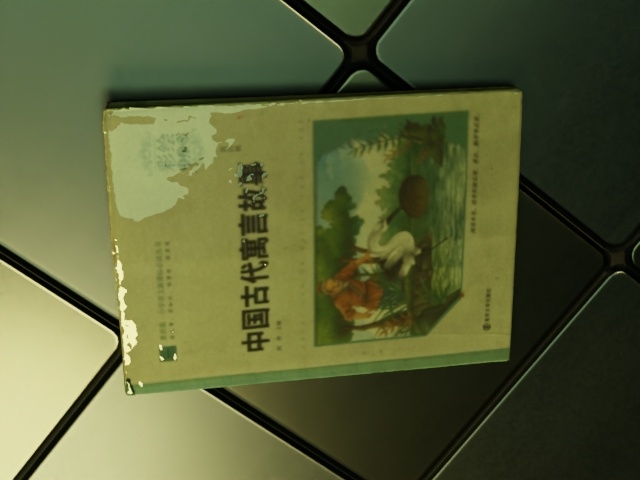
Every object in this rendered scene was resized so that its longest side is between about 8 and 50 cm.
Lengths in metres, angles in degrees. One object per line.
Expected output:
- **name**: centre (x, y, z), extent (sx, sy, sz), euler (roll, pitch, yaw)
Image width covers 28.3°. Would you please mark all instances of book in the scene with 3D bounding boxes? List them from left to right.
- **book**: centre (0.000, 0.000, 0.869), extent (0.283, 0.025, 0.214), euler (-6, 112, -10)
